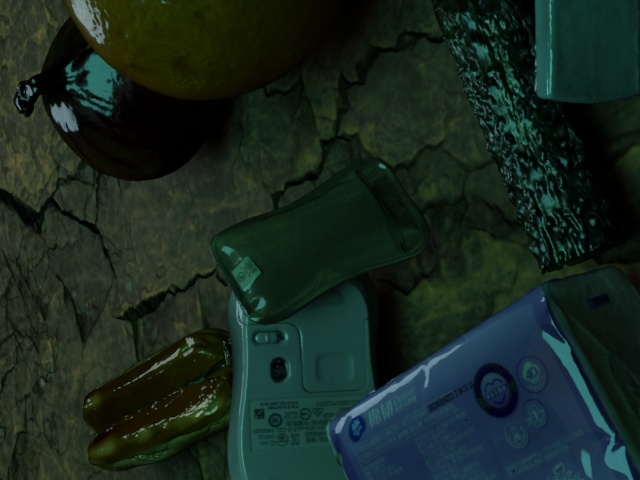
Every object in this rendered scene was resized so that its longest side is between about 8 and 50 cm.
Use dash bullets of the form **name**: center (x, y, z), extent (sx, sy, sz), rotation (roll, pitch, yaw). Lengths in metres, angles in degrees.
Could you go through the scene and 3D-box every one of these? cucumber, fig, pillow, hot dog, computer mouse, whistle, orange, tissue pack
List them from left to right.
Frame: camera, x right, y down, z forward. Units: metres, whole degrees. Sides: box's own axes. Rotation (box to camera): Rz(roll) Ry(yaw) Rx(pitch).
- **fig**: center (-0.233, -0.188, 1.563), extent (0.235, 0.214, 0.235), rotation (-2, 84, 23)
- **hot dog**: center (-0.200, 0.213, 1.668), extent (0.337, 0.100, 0.135), rotation (-32, 66, 43)
- **orange**: center (-0.122, -0.300, 1.349), extent (0.312, 0.312, 0.312), rotation (10, 104, 44)
- **computer mouse**: center (-0.018, 0.159, 1.420), extent (0.121, 0.184, 0.297), rotation (-170, 74, -82)
- **pillow**: center (0.000, 0.000, 1.364), extent (0.130, 0.217, 0.033), rotation (58, 167, 21)
- **cucumber**: center (0.183, -0.147, 1.215), extent (0.096, 0.096, 0.359), rotation (-32, 74, 44)
- **tissue pack**: center (0.188, 0.204, 1.222), extent (0.338, 0.160, 0.242), rotation (-38, 71, 43)
- **whistle**: center (0.252, -0.258, 1.083), extent (0.163, 0.163, 0.290), rotation (6, 102, 45)

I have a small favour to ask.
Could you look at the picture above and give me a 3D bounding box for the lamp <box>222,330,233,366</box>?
- **lamp**: center (-0.069, 0.122, 1.522), extent (0.101, 0.090, 0.101), rotation (165, 90, -81)
